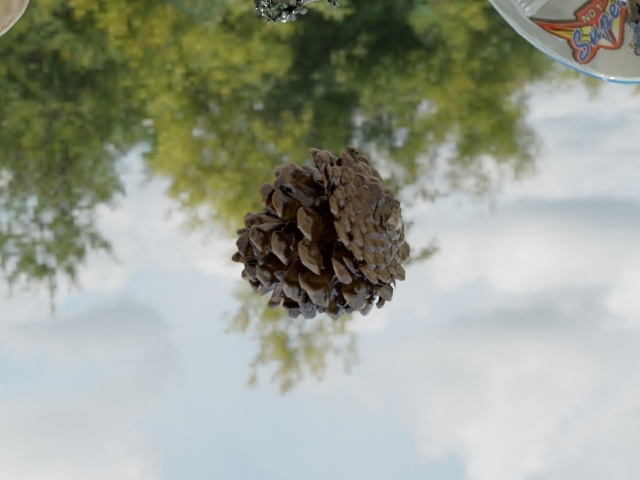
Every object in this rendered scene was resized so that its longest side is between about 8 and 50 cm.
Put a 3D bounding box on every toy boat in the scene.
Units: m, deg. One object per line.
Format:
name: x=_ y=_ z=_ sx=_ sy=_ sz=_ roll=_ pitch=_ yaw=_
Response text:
toy boat: x=0.197 y=-0.255 z=1.274 sx=0.129 sy=0.295 sz=0.088 roll=-37 pitch=166 yaw=10

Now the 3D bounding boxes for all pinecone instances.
pinecone: x=0.000 y=0.000 z=1.303 sx=0.173 sy=0.174 sz=0.173 roll=-3 pitch=-170 yaw=1

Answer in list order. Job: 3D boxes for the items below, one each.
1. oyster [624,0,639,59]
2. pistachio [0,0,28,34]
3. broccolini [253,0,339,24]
oyster: x=0.182 y=-0.088 z=0.610 sx=0.148 sy=0.103 sz=0.051 roll=32 pitch=179 yaw=-21
pistachio: x=-0.364 y=-0.254 z=1.095 sx=0.308 sy=0.230 sz=0.230 roll=21 pitch=-176 yaw=-16
broccolini: x=0.042 y=-0.192 z=0.959 sx=0.201 sy=0.074 sz=0.058 roll=-12 pitch=-134 yaw=-28
